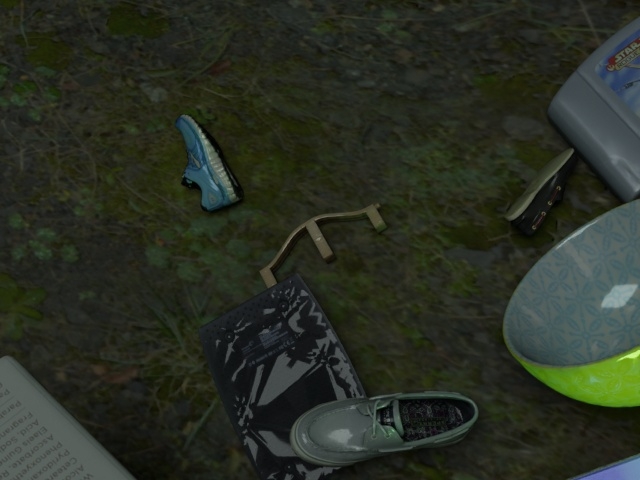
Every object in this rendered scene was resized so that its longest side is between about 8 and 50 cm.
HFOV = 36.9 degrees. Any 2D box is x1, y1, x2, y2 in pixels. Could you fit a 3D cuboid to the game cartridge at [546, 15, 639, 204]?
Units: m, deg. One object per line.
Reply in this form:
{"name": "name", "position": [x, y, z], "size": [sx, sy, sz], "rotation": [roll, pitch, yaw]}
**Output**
{"name": "game cartridge", "position": [0.454, -0.201, 1.234], "size": [0.297, 0.062, 0.198], "rotation": [-36, 70, 1]}

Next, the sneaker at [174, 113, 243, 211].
{"name": "sneaker", "position": [-0.177, -0.111, 1.372], "size": [0.073, 0.063, 0.162], "rotation": [-32, 66, 6]}

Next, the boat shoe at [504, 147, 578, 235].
{"name": "boat shoe", "position": [0.292, -0.063, 1.237], "size": [0.042, 0.049, 0.133], "rotation": [42, 75, -9]}

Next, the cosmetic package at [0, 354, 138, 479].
{"name": "cosmetic package", "position": [-0.317, 0.412, 1.026], "size": [0.393, 0.329, 0.327], "rotation": [37, 58, 24]}

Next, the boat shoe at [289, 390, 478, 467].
{"name": "boat shoe", "position": [0.078, 0.211, 1.126], "size": [0.227, 0.081, 0.079], "rotation": [-4, 64, -17]}

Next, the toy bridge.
{"name": "toy bridge", "position": [0.000, 0.000, 1.302], "size": [0.188, 0.026, 0.063], "rotation": [-31, 65, 3]}

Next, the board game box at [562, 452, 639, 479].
{"name": "board game box", "position": [0.374, 0.374, 1.001], "size": [0.232, 0.141, 0.291], "rotation": [-23, 67, 7]}

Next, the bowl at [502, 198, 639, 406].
{"name": "bowl", "position": [0.369, 0.093, 1.079], "size": [0.289, 0.289, 0.156], "rotation": [-39, 108, -1]}

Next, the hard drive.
{"name": "hard drive", "position": [-0.038, 0.188, 1.229], "size": [0.172, 0.054, 0.255], "rotation": [-30, 67, 4]}
